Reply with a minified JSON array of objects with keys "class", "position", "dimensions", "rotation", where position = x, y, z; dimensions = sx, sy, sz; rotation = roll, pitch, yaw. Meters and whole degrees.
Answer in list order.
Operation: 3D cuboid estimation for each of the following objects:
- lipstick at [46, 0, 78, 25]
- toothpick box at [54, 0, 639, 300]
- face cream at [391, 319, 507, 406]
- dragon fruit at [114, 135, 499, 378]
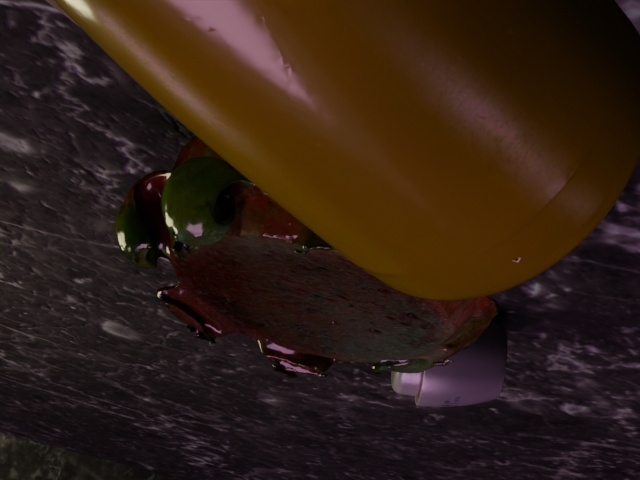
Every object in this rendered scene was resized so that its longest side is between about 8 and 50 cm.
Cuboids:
[{"class":"lipstick","position":[-0.124,-0.170,0.581],"dimensions":[0.076,0.080,0.371],"rotation":[-3,154,39]},{"class":"toothpick box","position":[0.007,-0.103,0.540],"dimensions":[0.175,0.175,0.271],"rotation":[-7,148,44]},{"class":"face cream","position":[0.112,0.102,1.102],"dimensions":[0.095,0.091,0.091],"rotation":[7,159,0]},{"class":"dragon fruit","position":[0.000,0.000,0.857],"dimensions":[0.268,0.130,0.295],"rotation":[2,156,29]}]
